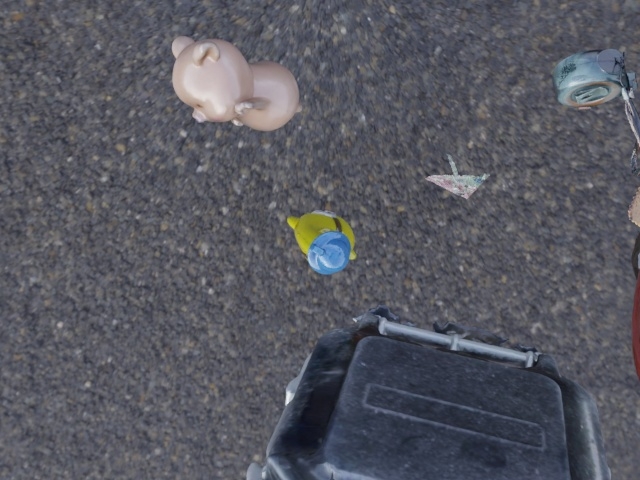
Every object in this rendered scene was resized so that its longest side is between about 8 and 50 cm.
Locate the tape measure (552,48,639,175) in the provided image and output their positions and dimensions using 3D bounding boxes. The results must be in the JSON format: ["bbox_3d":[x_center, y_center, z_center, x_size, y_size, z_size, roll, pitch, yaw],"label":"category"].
[{"bbox_3d":[0.391,-0.172,0.990,0.107,0.104,0.179,-11,88,28],"label":"tape measure"}]

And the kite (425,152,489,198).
[{"bbox_3d":[0.280,-0.131,1.458,0.139,0.011,0.156,-1,146,27],"label":"kite"}]

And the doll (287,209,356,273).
[{"bbox_3d":[0.000,0.000,1.769,0.199,0.363,0.145,25,98,-1],"label":"doll"}]

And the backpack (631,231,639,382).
[{"bbox_3d":[0.274,0.051,0.370,0.229,0.229,0.139,-9,148,4],"label":"backpack"}]

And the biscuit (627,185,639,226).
[{"bbox_3d":[0.876,-0.114,1.764,0.237,0.013,0.232,26,87,-28],"label":"biscuit"}]

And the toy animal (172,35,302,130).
[{"bbox_3d":[-0.077,-0.145,0.660,0.083,0.150,0.089,-10,74,40],"label":"toy animal"}]

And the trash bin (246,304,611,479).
[{"bbox_3d":[0.073,0.272,0.584,0.256,0.296,0.367,11,116,8],"label":"trash bin"}]
